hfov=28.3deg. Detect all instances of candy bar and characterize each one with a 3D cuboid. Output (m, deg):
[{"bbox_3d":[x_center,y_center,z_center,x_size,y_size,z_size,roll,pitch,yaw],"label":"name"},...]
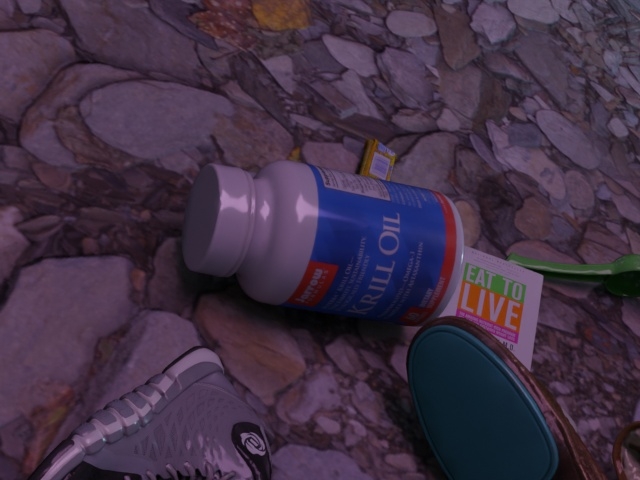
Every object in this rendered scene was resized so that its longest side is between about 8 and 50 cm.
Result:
[{"bbox_3d":[0.048,-0.047,1.239,0.040,0.018,0.161,29,40,-10],"label":"candy bar"}]

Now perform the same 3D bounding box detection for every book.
[{"bbox_3d":[0.152,0.073,1.182,0.096,0.035,0.144,23,43,-5],"label":"book"}]

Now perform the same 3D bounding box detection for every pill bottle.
[{"bbox_3d":[0.000,0.000,1.084,0.221,0.124,0.124,9,46,-24],"label":"pill bottle"}]

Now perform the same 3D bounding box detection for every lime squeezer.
[{"bbox_3d":[0.336,0.077,1.272,0.310,0.059,0.110,37,41,4],"label":"lime squeezer"}]

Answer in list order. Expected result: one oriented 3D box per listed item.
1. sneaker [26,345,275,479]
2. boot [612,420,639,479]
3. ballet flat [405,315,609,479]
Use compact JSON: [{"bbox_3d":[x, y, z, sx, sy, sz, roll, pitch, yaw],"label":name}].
[{"bbox_3d":[-0.105,0.170,0.884,0.132,0.086,0.228,43,41,8],"label":"sneaker"},{"bbox_3d":[0.386,0.246,1.068,0.269,0.089,0.236,8,31,-51],"label":"boot"},{"bbox_3d":[0.196,0.206,1.030,0.342,0.116,0.124,53,26,20],"label":"ballet flat"}]
